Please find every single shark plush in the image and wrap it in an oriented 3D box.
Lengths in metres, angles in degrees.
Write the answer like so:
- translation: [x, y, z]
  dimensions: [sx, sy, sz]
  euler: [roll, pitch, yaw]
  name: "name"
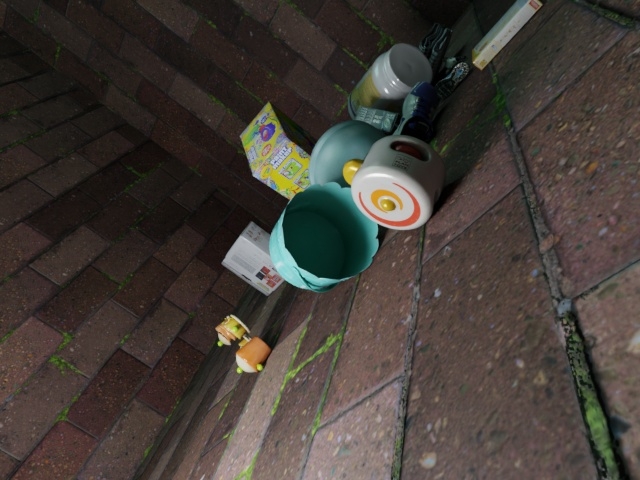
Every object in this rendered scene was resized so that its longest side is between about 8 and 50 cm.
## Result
- translation: [0.570, -0.767, 1.854]
  dimensions: [0.067, 0.073, 0.161]
  euler: [-22, 1, -4]
  name: "shark plush"

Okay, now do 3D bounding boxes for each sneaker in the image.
- translation: [0.488, -0.585, 1.609]
  dimensions: [0.073, 0.063, 0.162]
  euler: [-37, 0, -44]
  name: "sneaker"
- translation: [0.332, -0.394, 1.482]
  dimensions: [0.316, 0.127, 0.182]
  euler: [-62, 14, -8]
  name: "sneaker"

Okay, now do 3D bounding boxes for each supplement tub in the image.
- translation: [0.283, -0.624, 1.822]
  dimensions: [0.241, 0.241, 0.331]
  euler: [-58, 11, -26]
  name: "supplement tub"

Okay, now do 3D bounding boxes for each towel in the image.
- translation: [0.496, -0.834, 2.015]
  dimensions: [0.235, 0.121, 0.284]
  euler: [101, -166, -52]
  name: "towel"

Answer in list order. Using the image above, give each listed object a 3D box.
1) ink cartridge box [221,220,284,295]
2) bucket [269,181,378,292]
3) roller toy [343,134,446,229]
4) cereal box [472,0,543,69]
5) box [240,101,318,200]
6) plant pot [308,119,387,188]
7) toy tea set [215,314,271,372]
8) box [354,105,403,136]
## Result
- translation: [-0.308, 0.100, 2.225]
  dimensions: [0.272, 0.309, 0.130]
  euler: [-45, 12, 42]
  name: "ink cartridge box"
- translation: [0.000, 0.000, 1.189]
  dimensions: [0.281, 0.281, 0.183]
  euler: [-58, 8, -26]
  name: "bucket"
- translation: [0.171, -0.125, 0.983]
  dimensions: [0.191, 0.209, 0.146]
  euler: [-10, 41, 47]
  name: "roller toy"
- translation: [0.591, -0.678, 1.408]
  dimensions: [0.240, 0.047, 0.173]
  euler: [-46, 12, 38]
  name: "cereal box"
- translation: [-0.111, -0.297, 1.579]
  dimensions: [0.177, 0.279, 0.290]
  euler: [-44, 41, 18]
  name: "box"
- translation: [0.134, -0.200, 1.326]
  dimensions: [0.293, 0.293, 0.196]
  euler: [-53, 35, 2]
  name: "plant pot"
- translation: [-0.294, 0.364, 1.517]
  dimensions: [0.124, 0.200, 0.336]
  euler: [-48, 7, -21]
  name: "toy tea set"
- translation: [0.241, -0.436, 1.673]
  dimensions: [0.147, 0.180, 0.078]
  euler: [17, -84, -54]
  name: "box"
